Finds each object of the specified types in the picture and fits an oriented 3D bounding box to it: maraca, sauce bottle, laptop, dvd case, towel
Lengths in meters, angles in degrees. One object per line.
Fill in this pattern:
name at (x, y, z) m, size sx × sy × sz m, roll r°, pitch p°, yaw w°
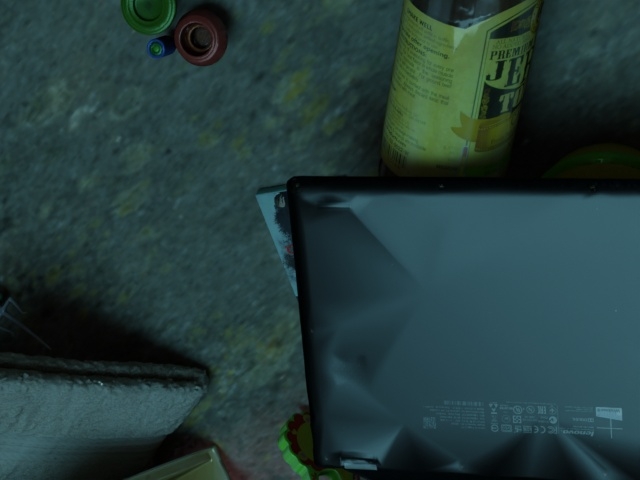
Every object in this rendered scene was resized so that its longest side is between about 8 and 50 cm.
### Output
maraca at (0.235, -0.009, 1.495) m, size 0.127 × 0.099 × 0.186 m, roll 9°, pitch 141°, yaw 7°
sauce bottle at (0.118, -0.178, 1.408) m, size 0.111 × 0.111 × 0.344 m, roll 14°, pitch 128°, yaw 9°
laptop at (0.202, 0.104, 1.550) m, size 0.381 × 0.236 × 0.408 m, roll 1°, pitch 111°, yaw 18°
dvd case at (0.000, 0.000, 1.630) m, size 0.087 × 0.013 × 0.119 m, roll -8°, pitch 121°, yaw 23°
towel at (-0.260, 0.178, 1.724) m, size 0.282 × 0.049 × 0.187 m, roll 6°, pitch 139°, yaw -35°

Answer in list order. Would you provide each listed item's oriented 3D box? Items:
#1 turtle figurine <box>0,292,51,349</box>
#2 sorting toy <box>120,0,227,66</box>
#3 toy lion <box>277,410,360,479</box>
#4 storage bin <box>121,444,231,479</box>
turtle figurine at (-0.389, 0.124, 1.769) m, size 0.234 × 0.175 × 0.118 m, roll 19°, pitch 145°, yaw 15°
sorting toy at (-0.122, -0.185, 1.535) m, size 0.102 × 0.042 × 0.061 m, roll 37°, pitch 112°, yaw 7°
toy lion at (0.003, 0.212, 1.724) m, size 0.096 × 0.100 × 0.034 m, roll 22°, pitch 132°, yaw -21°
storage bin at (-0.170, 0.367, 1.729) m, size 0.123 × 0.260 × 0.262 m, roll -31°, pitch 80°, yaw 38°
